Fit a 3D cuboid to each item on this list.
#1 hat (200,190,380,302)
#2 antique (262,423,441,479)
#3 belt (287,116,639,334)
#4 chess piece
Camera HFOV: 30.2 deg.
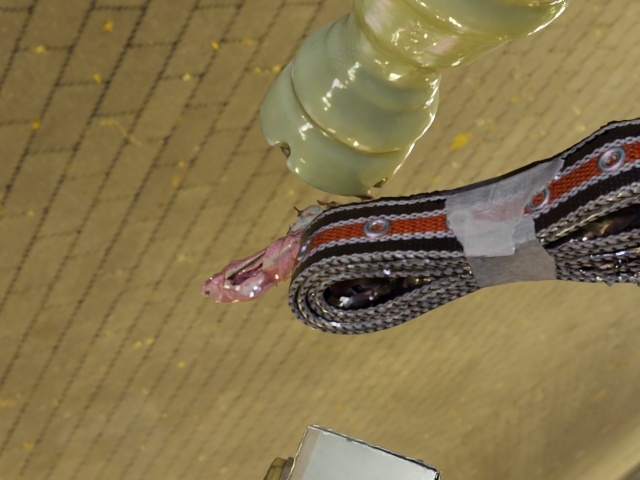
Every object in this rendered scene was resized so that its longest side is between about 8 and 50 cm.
[{"bbox_3d":[0.000,0.000,1.535,0.236,0.107,0.286,-26,171,32],"label":"hat"},{"bbox_3d":[0.008,0.262,1.029,0.152,0.148,0.147,105,7,-58],"label":"antique"},{"bbox_3d":[0.140,-0.005,0.979,0.359,0.094,0.126,-13,135,19],"label":"belt"},{"bbox_3d":[0.096,-0.225,1.269,0.234,0.234,0.442,-21,161,-34],"label":"chess piece"}]
